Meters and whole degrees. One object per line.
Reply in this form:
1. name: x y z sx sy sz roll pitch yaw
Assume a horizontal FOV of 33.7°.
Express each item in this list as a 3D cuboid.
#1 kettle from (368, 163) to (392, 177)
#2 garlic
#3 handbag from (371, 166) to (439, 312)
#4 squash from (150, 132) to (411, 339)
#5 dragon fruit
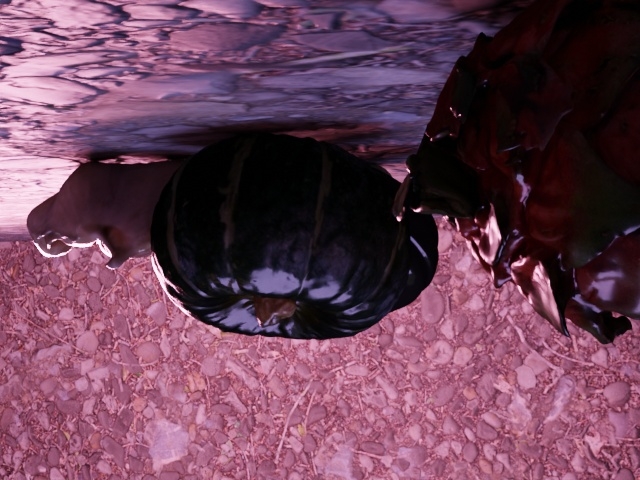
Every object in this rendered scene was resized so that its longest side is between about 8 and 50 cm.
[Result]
1. kettle: 0.009 -0.044 1.377 0.127 0.098 0.148 -29 -161 -39
2. garlic: -0.216 -0.041 1.173 0.217 0.110 0.228 -14 -167 -17
3. handbag: 0.000 -0.001 1.256 0.254 0.093 0.308 33 150 -19
4. squash: -0.040 0.004 1.020 0.252 0.165 0.252 4 152 2
5. dragon fruit: 0.146 -0.036 0.510 0.189 0.182 0.182 38 180 2
